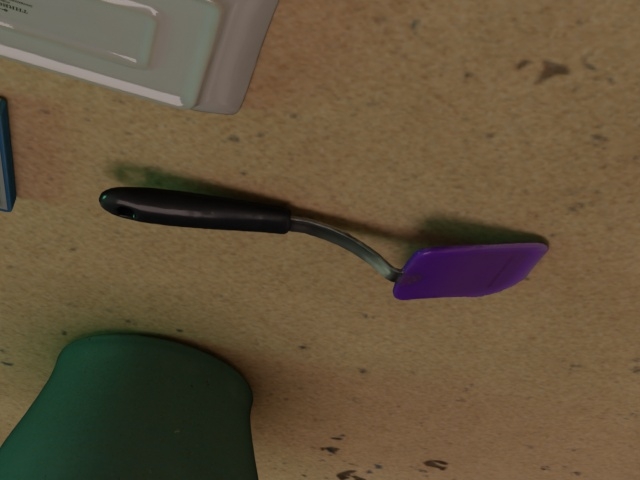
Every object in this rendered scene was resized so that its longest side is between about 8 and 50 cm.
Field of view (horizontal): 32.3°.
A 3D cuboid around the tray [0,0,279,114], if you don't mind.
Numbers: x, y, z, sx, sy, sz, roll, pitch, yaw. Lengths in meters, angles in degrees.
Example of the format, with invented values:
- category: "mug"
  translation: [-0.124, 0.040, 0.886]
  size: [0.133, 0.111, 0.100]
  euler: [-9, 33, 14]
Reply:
- category: "tray"
  translation: [-0.160, -0.133, 0.570]
  size: [0.270, 0.030, 0.145]
  euler: [15, 147, -9]

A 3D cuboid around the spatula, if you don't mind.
- category: "spatula"
  translation: [0.000, 0.000, 0.740]
  size: [0.296, 0.030, 0.084]
  euler: [12, 151, -5]

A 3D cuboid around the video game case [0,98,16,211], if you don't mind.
- category: "video game case"
  translation: [-0.285, -0.071, 0.720]
  size: [0.166, 0.015, 0.119]
  euler: [12, 149, -5]

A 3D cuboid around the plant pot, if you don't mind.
- category: "plant pot"
  translation: [-0.169, 0.230, 0.946]
  size: [0.271, 0.255, 0.271]
  euler: [6, 148, 4]
